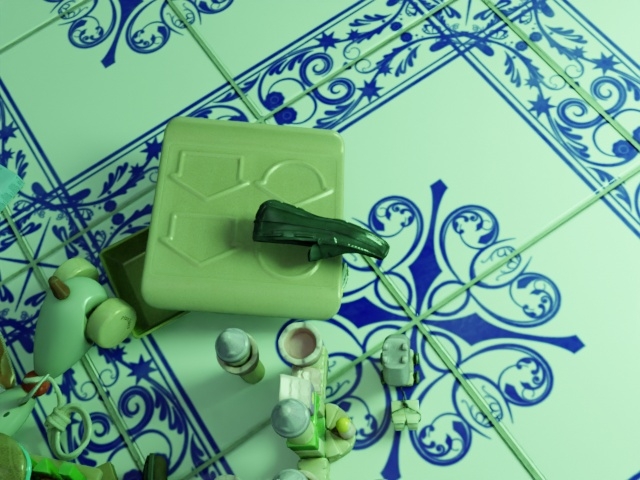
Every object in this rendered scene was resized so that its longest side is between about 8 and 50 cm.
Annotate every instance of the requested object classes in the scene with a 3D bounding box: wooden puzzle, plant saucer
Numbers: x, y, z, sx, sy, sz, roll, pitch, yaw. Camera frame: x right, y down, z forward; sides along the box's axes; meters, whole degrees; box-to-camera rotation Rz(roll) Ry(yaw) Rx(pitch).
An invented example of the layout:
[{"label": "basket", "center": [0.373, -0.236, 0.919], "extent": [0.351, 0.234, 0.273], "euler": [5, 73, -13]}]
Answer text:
[{"label": "wooden puzzle", "center": [-0.123, -0.035, 1.396], "extent": [0.322, 0.080, 0.347], "euler": [4, 66, -4]}, {"label": "plant saucer", "center": [-0.266, 0.059, 1.422], "extent": [0.188, 0.045, 0.188], "euler": [-28, 64, -5]}]

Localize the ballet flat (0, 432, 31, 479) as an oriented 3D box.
[{"label": "ballet flat", "center": [-0.558, 0.322, 1.214], "extent": [0.342, 0.124, 0.116], "euler": [2, 72, 48]}]

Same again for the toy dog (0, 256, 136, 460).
[{"label": "toy dog", "center": [-0.450, 0.174, 1.309], "extent": [0.220, 0.161, 0.333], "euler": [12, 73, 24]}]

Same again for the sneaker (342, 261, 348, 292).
[{"label": "sneaker", "center": [0.024, 0.073, 1.379], "extent": [0.035, 0.031, 0.083], "euler": [13, 68, 15]}]

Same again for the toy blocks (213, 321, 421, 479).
[{"label": "toy blocks", "center": [-0.013, 0.254, 1.174], "extent": [0.309, 0.260, 0.288], "euler": [-2, 65, 8]}]

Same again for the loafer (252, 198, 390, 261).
[{"label": "loafer", "center": [0.000, 0.000, 1.314], "extent": [0.223, 0.076, 0.078], "euler": [16, 79, -1]}]

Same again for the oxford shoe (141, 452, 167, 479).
[{"label": "oxford shoe", "center": [-0.222, 0.430, 1.237], "extent": [0.096, 0.082, 0.227], "euler": [-7, 60, -20]}]

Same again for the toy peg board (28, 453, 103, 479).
[{"label": "toy peg board", "center": [-0.442, 0.398, 1.231], "extent": [0.161, 0.079, 0.160], "euler": [7, 56, 13]}]

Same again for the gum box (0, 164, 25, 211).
[{"label": "gum box", "center": [-0.684, -0.080, 1.553], "extent": [0.157, 0.041, 0.184], "euler": [28, 72, 19]}]

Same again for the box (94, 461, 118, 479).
[{"label": "box", "center": [-0.391, 0.454, 1.248], "extent": [0.201, 0.021, 0.164], "euler": [-24, 56, -10]}]
